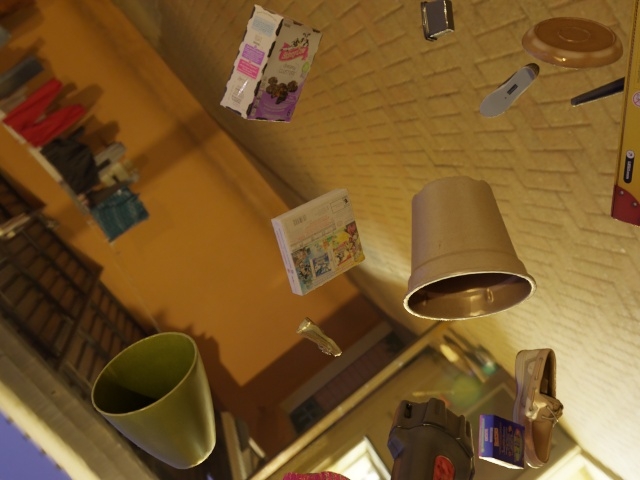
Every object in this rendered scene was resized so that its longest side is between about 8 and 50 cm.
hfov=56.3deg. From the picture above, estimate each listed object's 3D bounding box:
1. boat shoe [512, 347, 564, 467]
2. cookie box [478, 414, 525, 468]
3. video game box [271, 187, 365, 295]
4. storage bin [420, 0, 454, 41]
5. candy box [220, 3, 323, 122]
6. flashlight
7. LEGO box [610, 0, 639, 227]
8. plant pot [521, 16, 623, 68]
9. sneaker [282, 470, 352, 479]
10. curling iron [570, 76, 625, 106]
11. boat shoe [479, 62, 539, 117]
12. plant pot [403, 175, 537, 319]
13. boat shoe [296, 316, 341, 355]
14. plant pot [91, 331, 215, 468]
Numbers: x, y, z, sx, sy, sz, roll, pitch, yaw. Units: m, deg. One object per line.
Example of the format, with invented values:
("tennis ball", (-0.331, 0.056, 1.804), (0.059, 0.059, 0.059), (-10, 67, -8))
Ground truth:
("boat shoe", (0.570, 0.428, 1.548), (0.109, 0.303, 0.098), (24, 152, -33))
("cookie box", (0.390, 0.432, 1.286), (0.107, 0.092, 0.040), (27, 149, -28))
("video game box", (0.000, 0.000, 1.386), (0.048, 0.205, 0.187), (6, 118, 53))
("storage bin", (0.417, -0.777, 2.097), (0.091, 0.098, 0.135), (-3, 95, 39))
("candy box", (-0.092, -0.336, 1.163), (0.070, 0.196, 0.164), (31, -159, 20))
("flashlight", (0.104, 0.259, 0.544), (0.304, 0.103, 0.103), (-42, -59, -69))
("LEGO box", (0.589, -0.217, 0.708), (0.372, 0.193, 0.501), (32, 138, 49))
("plant pot", (0.610, -0.485, 1.444), (0.236, 0.236, 0.032), (48, 154, 39))
("sneaker", (0.015, 0.680, 1.636), (0.252, 0.103, 0.111), (-9, 157, 40))
("curling iron", (0.603, -0.292, 1.100), (0.273, 0.068, 0.035), (-7, 152, 36))
("boat shoe", (0.523, -0.410, 1.642), (0.065, 0.083, 0.183), (50, 131, 1))
("plant pot", (0.370, 0.010, 1.586), (0.334, 0.333, 0.306), (61, -156, -61))
("boat shoe", (-0.003, 0.252, 1.508), (0.056, 0.048, 0.153), (33, 168, 51))
("plant pot", (-0.386, 0.436, 1.535), (0.275, 0.274, 0.294), (45, 159, 57))
